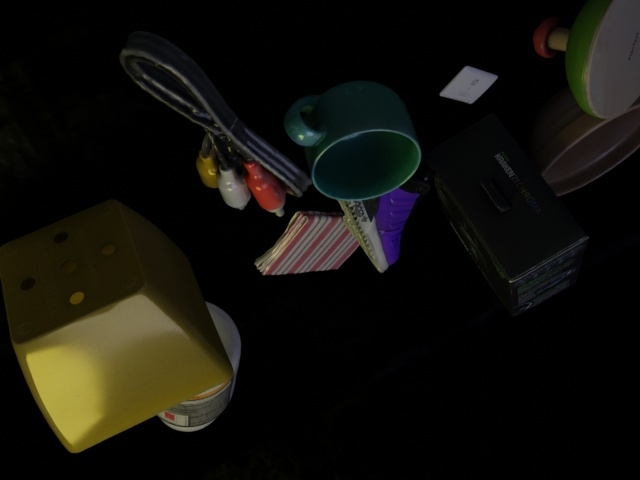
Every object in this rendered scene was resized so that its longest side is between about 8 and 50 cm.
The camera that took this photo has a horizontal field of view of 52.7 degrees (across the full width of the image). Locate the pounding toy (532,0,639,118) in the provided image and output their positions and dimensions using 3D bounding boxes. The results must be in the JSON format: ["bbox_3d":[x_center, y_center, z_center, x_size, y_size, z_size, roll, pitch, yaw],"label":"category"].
[{"bbox_3d":[0.361,-0.282,0.827,0.183,0.110,0.236,22,97,-47],"label":"pounding toy"}]

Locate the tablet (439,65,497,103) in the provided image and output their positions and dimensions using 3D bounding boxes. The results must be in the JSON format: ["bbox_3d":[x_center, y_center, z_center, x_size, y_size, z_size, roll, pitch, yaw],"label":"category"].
[{"bbox_3d":[0.203,-0.211,0.883,0.083,0.006,0.054,-2,145,-46],"label":"tablet"}]

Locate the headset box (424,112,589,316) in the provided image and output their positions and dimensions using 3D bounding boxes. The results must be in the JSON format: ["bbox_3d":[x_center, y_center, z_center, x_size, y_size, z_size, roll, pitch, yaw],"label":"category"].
[{"bbox_3d":[0.298,-0.033,1.048,0.131,0.246,0.283,-31,157,6],"label":"headset box"}]

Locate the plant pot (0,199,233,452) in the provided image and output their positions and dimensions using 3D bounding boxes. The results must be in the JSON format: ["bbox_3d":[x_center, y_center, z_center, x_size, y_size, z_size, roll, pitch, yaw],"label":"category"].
[{"bbox_3d":[-0.252,0.081,0.754,0.212,0.212,0.187,-24,144,-9],"label":"plant pot"}]

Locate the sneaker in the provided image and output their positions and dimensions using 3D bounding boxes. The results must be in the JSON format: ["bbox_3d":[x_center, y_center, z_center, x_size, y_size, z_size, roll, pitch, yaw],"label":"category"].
[{"bbox_3d":[0.107,-0.059,0.946,0.146,0.102,0.293,-32,150,-3],"label":"sneaker"}]

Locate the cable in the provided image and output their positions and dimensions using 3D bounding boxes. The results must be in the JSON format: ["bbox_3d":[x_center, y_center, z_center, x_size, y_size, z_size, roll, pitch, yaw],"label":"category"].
[{"bbox_3d":[-0.097,-0.093,0.652,0.072,0.140,0.287,-65,162,-9],"label":"cable"}]

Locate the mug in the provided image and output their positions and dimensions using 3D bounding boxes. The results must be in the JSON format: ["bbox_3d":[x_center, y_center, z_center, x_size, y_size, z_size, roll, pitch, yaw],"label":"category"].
[{"bbox_3d":[0.039,-0.128,0.744,0.130,0.097,0.157,-18,148,10],"label":"mug"}]

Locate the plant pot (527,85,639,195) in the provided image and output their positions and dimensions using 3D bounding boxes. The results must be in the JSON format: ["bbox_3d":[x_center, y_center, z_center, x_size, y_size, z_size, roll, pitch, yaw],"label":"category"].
[{"bbox_3d":[0.428,-0.182,1.058,0.238,0.109,0.237,-23,155,-11],"label":"plant pot"}]

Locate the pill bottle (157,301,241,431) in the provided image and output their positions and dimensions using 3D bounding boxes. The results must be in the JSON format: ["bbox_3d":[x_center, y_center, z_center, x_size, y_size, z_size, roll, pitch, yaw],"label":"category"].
[{"bbox_3d":[-0.225,0.228,1.112,0.162,0.162,0.278,-18,154,-22],"label":"pill bottle"}]

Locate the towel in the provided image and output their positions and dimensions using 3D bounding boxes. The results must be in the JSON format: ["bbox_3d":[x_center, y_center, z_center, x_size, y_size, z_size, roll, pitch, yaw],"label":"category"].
[{"bbox_3d":[0.000,0.000,1.069,0.197,0.029,0.144,-2,143,-46],"label":"towel"}]
